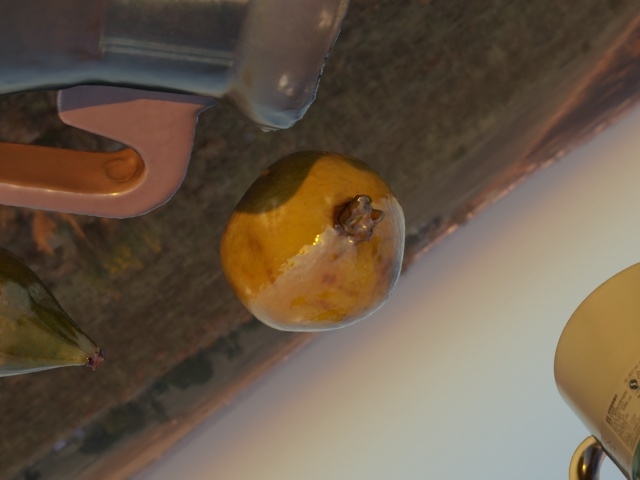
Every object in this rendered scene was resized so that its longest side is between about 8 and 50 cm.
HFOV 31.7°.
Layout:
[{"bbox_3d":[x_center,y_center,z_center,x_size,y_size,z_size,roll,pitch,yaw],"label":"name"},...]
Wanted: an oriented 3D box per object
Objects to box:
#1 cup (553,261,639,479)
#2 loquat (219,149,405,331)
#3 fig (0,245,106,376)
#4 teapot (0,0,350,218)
[{"bbox_3d":[0.358,0.183,1.089,0.219,0.258,0.290,16,116,-36],"label":"cup"},{"bbox_3d":[0.000,0.000,1.240,0.213,0.213,0.246,-36,-179,-26],"label":"loquat"},{"bbox_3d":[-0.314,0.081,1.127,0.126,0.184,0.133,23,89,-78],"label":"fig"},{"bbox_3d":[-0.169,-0.161,0.571,0.361,0.306,0.376,6,135,-13],"label":"teapot"}]
